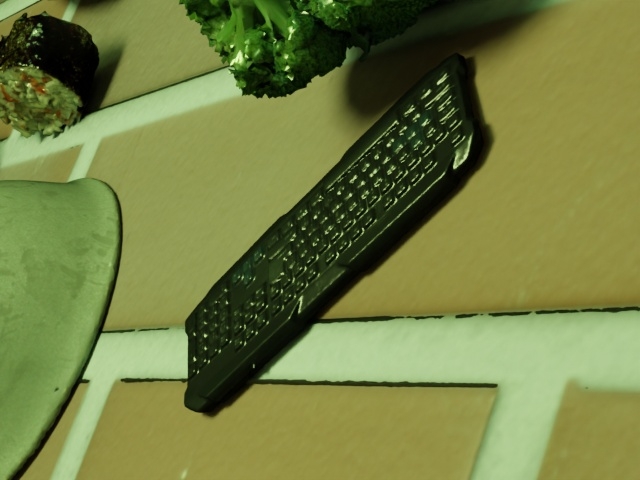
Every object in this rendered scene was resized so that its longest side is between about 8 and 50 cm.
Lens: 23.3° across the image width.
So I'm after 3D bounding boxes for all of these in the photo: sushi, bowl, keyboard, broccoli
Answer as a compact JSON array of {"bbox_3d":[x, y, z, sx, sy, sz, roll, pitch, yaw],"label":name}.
[{"bbox_3d":[-0.256,-0.147,1.403,0.150,0.090,0.078,-16,47,55],"label":"sushi"},{"bbox_3d":[-0.304,0.060,1.230,0.313,0.146,0.313,-39,35,36],"label":"bowl"},{"bbox_3d":[0.000,0.000,0.915,0.262,0.016,0.106,-44,32,29],"label":"keyboard"},{"bbox_3d":[-0.017,-0.212,0.894,0.270,0.270,0.270,-3,87,53],"label":"broccoli"}]
